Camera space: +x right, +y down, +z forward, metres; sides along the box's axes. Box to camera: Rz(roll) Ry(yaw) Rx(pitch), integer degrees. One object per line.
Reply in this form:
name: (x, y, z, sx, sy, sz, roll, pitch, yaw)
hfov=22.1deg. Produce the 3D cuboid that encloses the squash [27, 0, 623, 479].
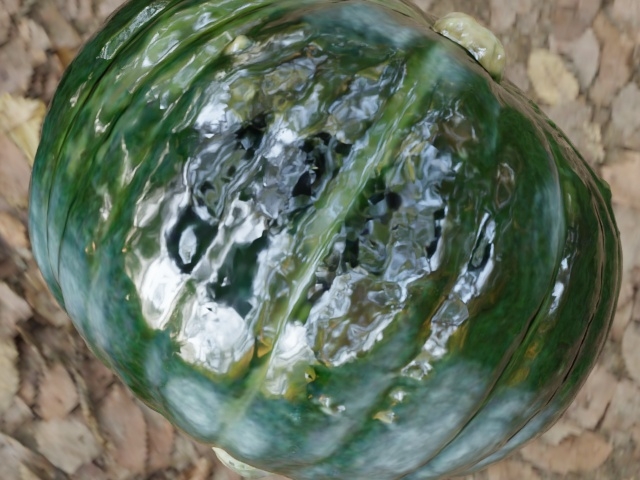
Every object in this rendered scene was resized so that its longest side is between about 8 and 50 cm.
squash: (0.001, -0.005, 0.569, 0.172, 0.218, 0.218, -41, 71, 4)
